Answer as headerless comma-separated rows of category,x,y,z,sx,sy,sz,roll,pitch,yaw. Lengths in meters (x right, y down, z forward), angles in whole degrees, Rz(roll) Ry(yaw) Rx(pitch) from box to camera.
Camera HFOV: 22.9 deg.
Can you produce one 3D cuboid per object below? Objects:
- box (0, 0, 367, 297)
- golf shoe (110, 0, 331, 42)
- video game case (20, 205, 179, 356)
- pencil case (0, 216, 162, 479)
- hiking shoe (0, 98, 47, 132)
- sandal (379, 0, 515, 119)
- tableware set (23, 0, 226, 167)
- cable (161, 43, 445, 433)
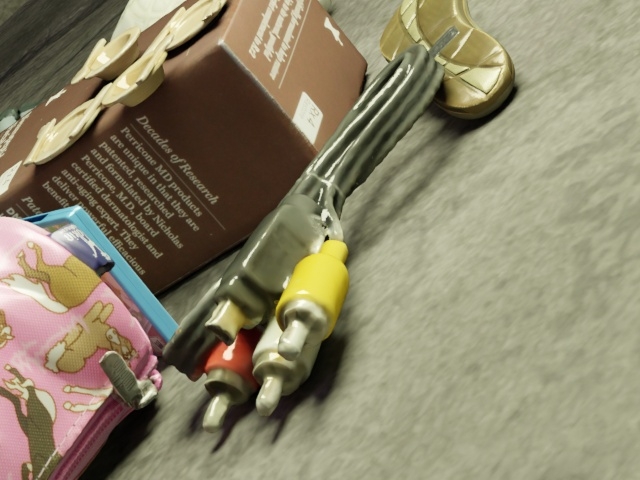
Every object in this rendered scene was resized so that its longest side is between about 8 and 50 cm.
box,-0.158,-0.044,1.207,0.381,0.143,0.191,-30,22,23
golf shoe,-0.127,-0.187,1.502,0.306,0.115,0.140,-18,33,50
video game case,-0.166,0.033,1.077,0.015,0.119,0.166,-47,20,-27
pencil case,-0.245,0.159,0.896,0.167,0.160,0.386,-18,29,47
hiking shoe,-0.170,-0.066,1.375,0.304,0.113,0.132,-15,62,40
sandal,0.089,-0.123,1.059,0.072,0.049,0.180,-43,33,10
tableware set,-0.135,-0.118,1.094,0.169,0.020,0.141,-24,27,39
cable,0.000,0.000,0.944,0.139,0.072,0.287,-41,10,46
